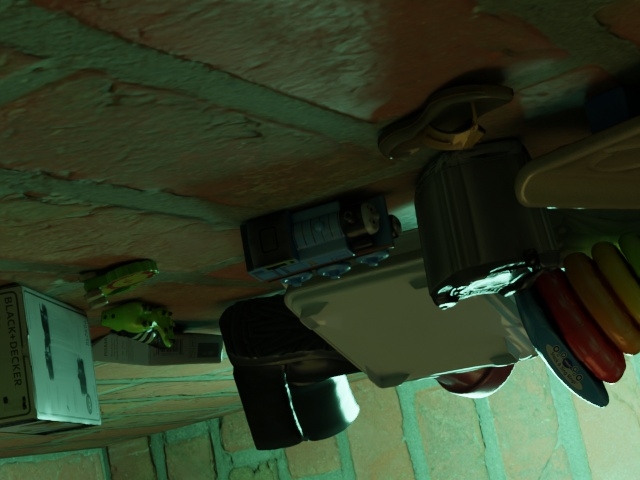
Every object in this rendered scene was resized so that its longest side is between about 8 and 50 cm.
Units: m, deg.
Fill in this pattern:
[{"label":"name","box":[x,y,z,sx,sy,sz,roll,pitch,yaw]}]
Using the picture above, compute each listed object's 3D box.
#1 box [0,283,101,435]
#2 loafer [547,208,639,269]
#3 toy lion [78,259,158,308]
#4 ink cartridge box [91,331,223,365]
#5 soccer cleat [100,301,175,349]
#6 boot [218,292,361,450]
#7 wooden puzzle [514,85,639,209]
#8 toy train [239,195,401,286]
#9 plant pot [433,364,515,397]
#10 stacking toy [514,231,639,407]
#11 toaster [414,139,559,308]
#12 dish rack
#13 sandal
[{"label":"box","box":[-0.375,0.163,1.647,0.087,0.169,0.290,-10,170,3]},{"label":"loafer","box":[0.337,-0.029,1.588,0.319,0.111,0.112,5,133,-4]},{"label":"toy lion","box":[-0.249,0.050,1.576,0.096,0.034,0.100,-18,170,-9]},{"label":"ink cartridge box","box":[-0.311,0.177,2.122,0.232,0.066,0.189,6,180,34]},{"label":"soccer cleat","box":[-0.265,0.123,1.858,0.072,0.060,0.179,-5,164,13]},{"label":"boot","box":[0.031,0.230,2.144,0.367,0.146,0.445,-1,149,4]},{"label":"wooden puzzle","box":[0.407,-0.131,1.270,0.322,0.080,0.348,-1,160,-44]},{"label":"toy train","box":[0.000,0.000,1.468,0.184,0.080,0.105,-15,162,17]},{"label":"plant pot","box":[0.241,0.184,2.369,0.180,0.201,0.201,16,154,-34]},{"label":"stacking toy","box":[0.386,0.042,1.487,0.302,0.175,0.166,-35,-163,14]},{"label":"toaster","box":[0.177,-0.017,1.384,0.129,0.146,0.227,-11,169,-7]},{"label":"dish rack","box":[0.126,0.108,1.736,0.333,0.072,0.285,-17,133,38]},{"label":"sandal","box":[0.117,-0.101,1.161,0.072,0.049,0.180,-5,166,-33]}]
